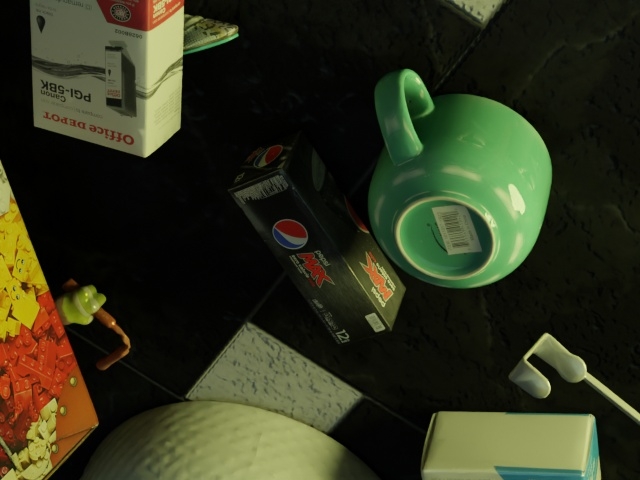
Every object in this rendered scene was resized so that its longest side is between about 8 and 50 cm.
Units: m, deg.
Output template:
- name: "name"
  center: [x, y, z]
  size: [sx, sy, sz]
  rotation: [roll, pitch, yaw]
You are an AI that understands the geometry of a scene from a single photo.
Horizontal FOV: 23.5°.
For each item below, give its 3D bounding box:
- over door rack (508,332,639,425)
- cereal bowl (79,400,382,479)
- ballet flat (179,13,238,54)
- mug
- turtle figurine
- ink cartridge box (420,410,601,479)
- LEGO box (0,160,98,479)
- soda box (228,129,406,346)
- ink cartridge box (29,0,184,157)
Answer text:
- name: "over door rack"
  center: [0.234, 0.231, 1.202]
  size: [0.324, 0.108, 0.239]
  rotation: [33, 120, -2]
- name: "cereal bowl"
  center: [-0.086, 0.319, 1.427]
  size: [0.339, 0.141, 0.339]
  rotation: [8, 129, 11]
- name: "ballet flat"
  center: [-0.116, -0.150, 1.150]
  size: [0.114, 0.041, 0.041]
  rotation: [-19, 118, 27]
- name: "mug"
  center: [0.088, -0.035, 1.132]
  size: [0.158, 0.097, 0.129]
  rotation: [27, 129, -4]
- name: "turtle figurine"
  center: [-0.311, 0.056, 1.330]
  size: [0.269, 0.087, 0.217]
  rotation: [-10, 118, 33]
- name: "ink cartridge box"
  center: [0.171, 0.243, 1.325]
  size: [0.139, 0.082, 0.191]
  rotation: [-1, 123, 17]
- name: "LEGO box"
  center: [-0.480, 0.045, 1.236]
  size: [0.500, 0.193, 0.372]
  rotation: [-3, 115, 29]
- name: "soda box"
  center: [0.000, 0.000, 1.210]
  size: [0.053, 0.060, 0.169]
  rotation: [-19, 119, 30]
- name: "ink cartridge box"
  center: [-0.155, -0.139, 1.113]
  size: [0.099, 0.056, 0.135]
  rotation: [16, 125, 17]
